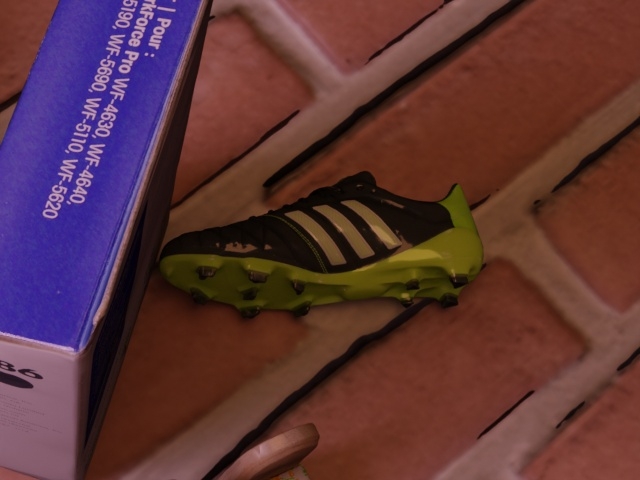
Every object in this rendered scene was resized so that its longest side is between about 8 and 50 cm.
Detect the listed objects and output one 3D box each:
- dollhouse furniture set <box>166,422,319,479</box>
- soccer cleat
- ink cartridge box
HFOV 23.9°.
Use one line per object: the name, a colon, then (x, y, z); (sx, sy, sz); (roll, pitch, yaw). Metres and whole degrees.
dollhouse furniture set: (-0.044, 0.210, 0.655); (0.242, 0.161, 0.212); (-20, 74, -27)
soccer cleat: (0.000, 0.000, 0.818); (0.179, 0.060, 0.072); (0, 61, -15)
ink cartridge box: (-0.103, -0.003, 0.653); (0.065, 0.332, 0.165); (18, 68, -5)
